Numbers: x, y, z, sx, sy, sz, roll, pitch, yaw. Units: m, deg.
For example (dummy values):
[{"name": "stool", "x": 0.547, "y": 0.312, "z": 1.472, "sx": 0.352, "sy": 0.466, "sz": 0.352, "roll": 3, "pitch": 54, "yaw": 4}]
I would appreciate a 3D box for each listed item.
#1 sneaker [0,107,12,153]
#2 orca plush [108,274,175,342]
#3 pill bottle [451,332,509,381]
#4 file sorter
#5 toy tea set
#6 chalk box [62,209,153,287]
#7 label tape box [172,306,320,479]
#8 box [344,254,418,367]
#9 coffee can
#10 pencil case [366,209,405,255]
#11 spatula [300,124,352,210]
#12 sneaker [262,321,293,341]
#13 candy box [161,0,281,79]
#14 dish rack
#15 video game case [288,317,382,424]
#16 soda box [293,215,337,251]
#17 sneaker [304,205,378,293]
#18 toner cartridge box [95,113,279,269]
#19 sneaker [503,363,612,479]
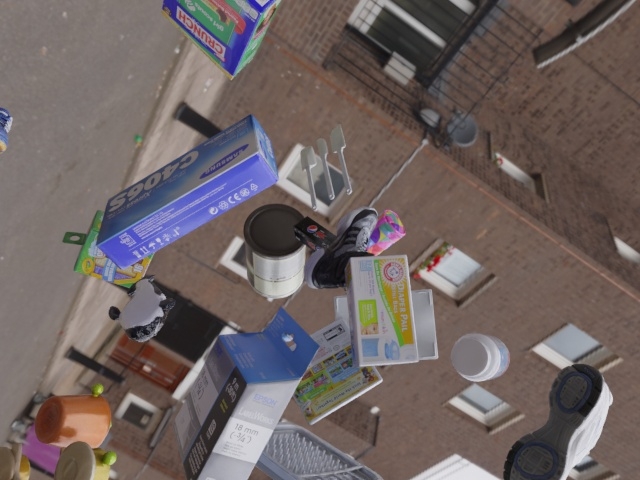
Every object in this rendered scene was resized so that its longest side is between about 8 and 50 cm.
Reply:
[{"name": "sneaker", "x": -0.939, "y": -0.327, "z": 1.540, "sx": 0.296, "sy": 0.112, "sz": 0.131, "roll": 14, "pitch": -105, "yaw": 50}, {"name": "orca plush", "x": -0.437, "y": 0.188, "z": 1.331, "sx": 0.287, "sy": 0.151, "sz": 0.102, "roll": 28, "pitch": -52, "yaw": 56}, {"name": "pill bottle", "x": 0.296, "y": 0.217, "z": 1.010, "sx": 0.087, "sy": 0.087, "sz": 0.160, "roll": -56, "pitch": 151, "yaw": 8}, {"name": "file sorter", "x": 0.191, "y": 0.256, "z": 1.607, "sx": 0.173, "sy": 0.277, "sz": 0.193, "roll": 54, "pitch": 32, "yaw": -79}, {"name": "toy tea set", "x": -0.451, "y": 0.404, "z": 0.906, "sx": 0.336, "sy": 0.124, "sz": 0.200, "roll": -41, "pitch": -125, "yaw": 11}, {"name": "chalk box", "x": -0.747, "y": 0.021, "z": 1.908, "sx": 0.179, "sy": 0.288, "sz": 0.180, "roll": -60, "pitch": -155, "yaw": 16}, {"name": "label tape box", "x": -0.162, "y": 0.297, "z": 1.088, "sx": 0.334, "sy": 0.105, "sz": 0.240, "roll": -62, "pitch": -154, "yaw": 0}, {"name": "box", "x": 0.113, "y": 0.136, "z": 1.042, "sx": 0.103, "sy": 0.114, "sz": 0.203, "roll": 103, "pitch": -18, "yaw": -75}, {"name": "coffee can", "x": -0.147, "y": 0.041, "z": 1.780, "sx": 0.275, "sy": 0.201, "sz": 0.202, "roll": 98, "pitch": 15, "yaw": -56}, {"name": "pencil case", "x": 0.139, "y": 0.007, "z": 1.617, "sx": 0.236, "sy": 0.104, "sz": 0.104, "roll": -38, "pitch": -163, "yaw": 24}, {"name": "spatula", "x": 0.015, "y": -0.209, "z": 1.599, "sx": 0.168, "sy": 0.019, "sz": 0.242, "roll": -25, "pitch": -122, "yaw": 26}, {"name": "sneaker", "x": -0.147, "y": 0.309, "z": 1.766, "sx": 0.082, "sy": 0.069, "sz": 0.209, "roll": -31, "pitch": -176, "yaw": -16}, {"name": "candy box", "x": -0.260, "y": -0.612, "z": 1.392, "sx": 0.122, "sy": 0.268, "sz": 0.317, "roll": -51, "pitch": -172, "yaw": -23}, {"name": "dish rack", "x": -0.041, "y": 0.543, "z": 1.306, "sx": 0.332, "sy": 0.285, "sz": 0.072, "roll": 19, "pitch": -91, "yaw": 40}, {"name": "video game case", "x": 0.017, "y": 0.345, "z": 1.454, "sx": 0.227, "sy": 0.206, "sz": 0.026, "roll": -27, "pitch": 154, "yaw": -15}, {"name": "soda box", "x": 0.000, "y": 0.000, "z": 1.528, "sx": 0.060, "sy": 0.169, "sz": 0.053, "roll": -36, "pitch": 141, "yaw": -24}, {"name": "sneaker", "x": 0.093, "y": 0.027, "z": 1.265, "sx": 0.153, "sy": 0.101, "sz": 0.268, "roll": 15, "pitch": -130, "yaw": 38}, {"name": "toner cartridge box", "x": -0.251, "y": -0.094, "z": 1.025, "sx": 0.347, "sy": 0.075, "sz": 0.165, "roll": -29, "pitch": -143, "yaw": 9}, {"name": "sneaker", "x": 0.458, "y": 0.381, "z": 1.013, "sx": 0.297, "sy": 0.129, "sz": 0.111, "roll": -56, "pitch": -147, "yaw": 2}]
